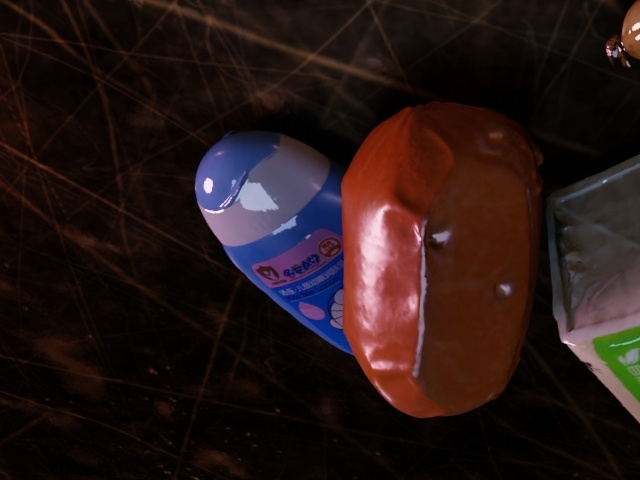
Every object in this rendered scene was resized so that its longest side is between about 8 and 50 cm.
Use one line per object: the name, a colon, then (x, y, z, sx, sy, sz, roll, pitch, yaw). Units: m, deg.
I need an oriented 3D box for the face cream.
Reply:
face cream: (0.000, 0.000, 1.042, 0.149, 0.083, 0.264, -33, 123, 25)

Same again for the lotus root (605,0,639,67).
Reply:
lotus root: (0.265, -0.157, 0.806, 0.152, 0.063, 0.072, -17, 170, 26)

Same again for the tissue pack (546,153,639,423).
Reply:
tissue pack: (0.421, 0.082, 0.936, 0.332, 0.205, 0.405, -25, 129, 31)

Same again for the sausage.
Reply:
sausage: (0.094, 0.021, 0.946, 0.153, 0.141, 0.268, -8, 118, -18)
